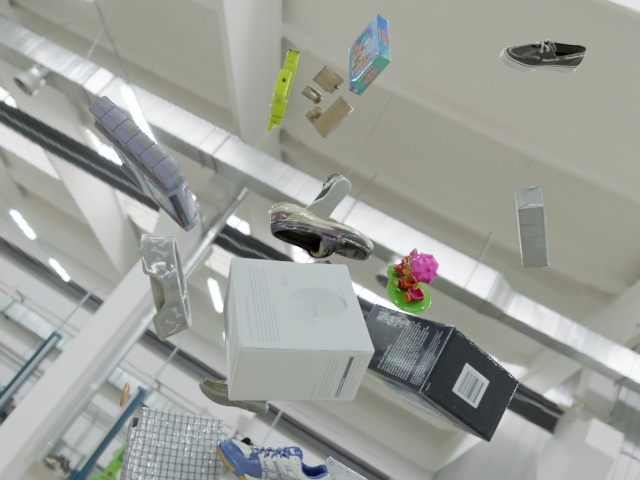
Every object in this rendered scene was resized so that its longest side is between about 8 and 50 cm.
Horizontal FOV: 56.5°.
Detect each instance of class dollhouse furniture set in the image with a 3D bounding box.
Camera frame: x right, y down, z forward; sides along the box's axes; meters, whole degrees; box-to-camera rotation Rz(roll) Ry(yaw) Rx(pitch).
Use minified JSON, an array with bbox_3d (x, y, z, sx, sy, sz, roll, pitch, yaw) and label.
[{"bbox_3d":[0.035,-0.387,1.725,0.151,0.144,0.123,52,16,20],"label":"dollhouse furniture set"}]

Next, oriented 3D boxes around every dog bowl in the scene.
[{"bbox_3d":[-0.496,0.143,1.935,0.349,0.102,0.349,169,-90,-80],"label":"dog bowl"}]

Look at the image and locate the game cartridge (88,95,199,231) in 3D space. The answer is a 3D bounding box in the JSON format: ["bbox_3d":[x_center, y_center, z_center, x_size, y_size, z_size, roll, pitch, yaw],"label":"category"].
[{"bbox_3d":[-0.376,-0.148,1.318,0.230,0.068,0.355,47,-14,8],"label":"game cartridge"}]

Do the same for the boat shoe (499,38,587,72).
[{"bbox_3d":[0.568,-0.480,1.521,0.219,0.078,0.070,-1,-29,-11],"label":"boat shoe"}]

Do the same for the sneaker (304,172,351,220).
[{"bbox_3d":[0.020,-0.184,2.686,0.104,0.296,0.147,40,17,-18],"label":"sneaker"}]

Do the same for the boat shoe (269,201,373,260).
[{"bbox_3d":[0.000,0.000,1.469,0.285,0.093,0.103,24,-38,-22],"label":"boat shoe"}]

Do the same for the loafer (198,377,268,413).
[{"bbox_3d":[-0.285,0.508,1.999,0.251,0.088,0.094,15,-36,7],"label":"loafer"}]

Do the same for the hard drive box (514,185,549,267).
[{"bbox_3d":[0.744,-0.049,2.102,0.089,0.181,0.232,-5,-63,17],"label":"hard drive box"}]

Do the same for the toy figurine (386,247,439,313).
[{"bbox_3d":[0.258,0.084,1.618,0.159,0.130,0.173,110,-34,-45],"label":"toy figurine"}]

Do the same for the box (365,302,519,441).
[{"bbox_3d":[0.275,0.327,1.498,0.296,0.183,0.294,39,-15,-29],"label":"box"}]

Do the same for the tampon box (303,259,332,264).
[{"bbox_3d":[0.008,0.161,1.895,0.161,0.101,0.121,54,-40,40],"label":"tampon box"}]

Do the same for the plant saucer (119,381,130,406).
[{"bbox_3d":[-0.676,0.534,2.063,0.013,0.084,0.083,13,-25,-6],"label":"plant saucer"}]

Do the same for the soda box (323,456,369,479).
[{"bbox_3d":[0.119,0.841,1.961,0.286,0.091,0.098,31,-55,4],"label":"soda box"}]

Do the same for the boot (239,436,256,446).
[{"bbox_3d":[-0.290,0.761,2.150,0.045,0.121,0.099,49,-20,30],"label":"boot"}]

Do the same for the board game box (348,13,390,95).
[{"bbox_3d":[0.150,-0.579,1.861,0.047,0.210,0.160,22,-40,-25],"label":"board game box"}]

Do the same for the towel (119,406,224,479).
[{"bbox_3d":[-0.376,0.576,1.483,0.234,0.284,0.121,15,-40,-22],"label":"towel"}]

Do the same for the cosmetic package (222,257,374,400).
[{"bbox_3d":[-0.052,0.156,1.059,0.224,0.224,0.138,6,-54,-17],"label":"cosmetic package"}]

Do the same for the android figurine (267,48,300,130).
[{"bbox_3d":[-0.131,-0.504,2.024,0.056,0.273,0.248,17,6,-8],"label":"android figurine"}]

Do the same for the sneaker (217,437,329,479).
[{"bbox_3d":[-0.112,0.548,1.478,0.296,0.131,0.112,35,3,-18],"label":"sneaker"}]
